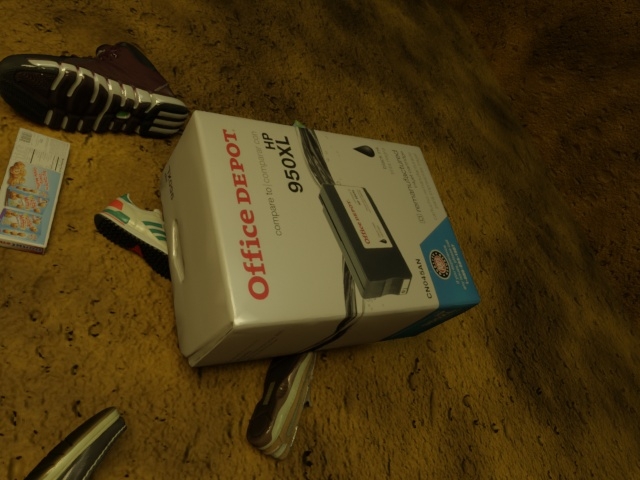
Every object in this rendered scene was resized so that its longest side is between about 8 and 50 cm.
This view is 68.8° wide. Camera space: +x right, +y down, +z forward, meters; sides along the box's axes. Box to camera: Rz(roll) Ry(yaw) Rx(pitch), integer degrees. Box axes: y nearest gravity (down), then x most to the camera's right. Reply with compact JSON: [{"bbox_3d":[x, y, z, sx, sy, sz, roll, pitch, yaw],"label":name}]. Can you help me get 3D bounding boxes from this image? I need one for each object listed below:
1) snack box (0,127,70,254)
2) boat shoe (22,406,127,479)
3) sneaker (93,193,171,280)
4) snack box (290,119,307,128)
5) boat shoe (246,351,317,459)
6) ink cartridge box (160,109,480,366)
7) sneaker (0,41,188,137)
[{"bbox_3d":[-0.377,-0.068,0.610,0.064,0.022,0.178,17,49,-34],"label":"snack box"},{"bbox_3d":[-0.258,0.260,0.429,0.073,0.080,0.223,49,45,-10],"label":"boat shoe"},{"bbox_3d":[-0.232,-0.007,0.669,0.161,0.057,0.075,36,47,-12],"label":"sneaker"},{"bbox_3d":[-0.017,-0.185,1.019,0.141,0.037,0.100,34,41,-18],"label":"snack box"},{"bbox_3d":[-0.041,0.218,0.676,0.072,0.068,0.190,47,46,-24],"label":"boat shoe"},{"bbox_3d":[0.000,0.000,0.674,0.394,0.166,0.286,0,63,-34],"label":"ink cartridge box"},{"bbox_3d":[-0.357,-0.254,0.727,0.281,0.106,0.163,2,53,-54],"label":"sneaker"}]
